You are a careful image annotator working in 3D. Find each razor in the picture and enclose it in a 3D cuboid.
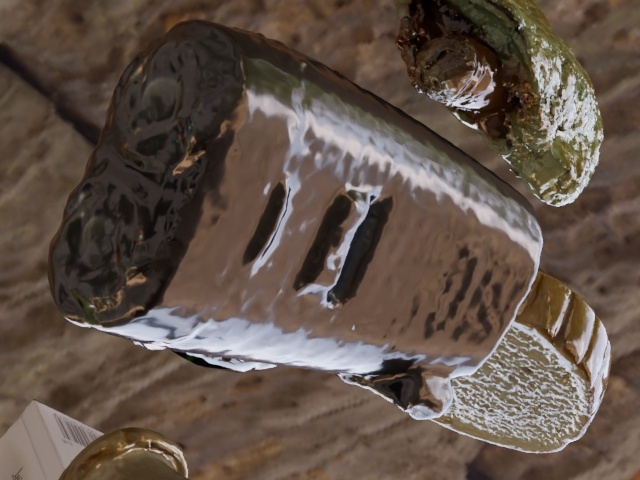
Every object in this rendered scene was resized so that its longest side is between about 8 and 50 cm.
[{"bbox_3d":[-0.002,-0.001,0.753,0.107,0.327,0.189,32,-83,44],"label":"razor"}]

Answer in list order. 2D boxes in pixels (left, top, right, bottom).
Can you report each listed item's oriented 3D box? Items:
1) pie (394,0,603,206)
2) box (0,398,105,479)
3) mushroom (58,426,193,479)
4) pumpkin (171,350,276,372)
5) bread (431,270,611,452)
[{"bbox_3d":[0.159,-0.165,1.068,0.105,0.274,0.257,-30,-139,27],"label":"pie"},{"bbox_3d":[-0.255,0.326,1.469,0.111,0.260,0.194,-46,-139,5],"label":"box"},{"bbox_3d":[-0.033,0.156,0.543,0.247,0.096,0.108,9,-90,44],"label":"mushroom"},{"bbox_3d":[-0.082,0.020,1.144,0.250,0.250,0.216,50,-48,51],"label":"pumpkin"},{"bbox_3d":[0.144,0.095,1.102,0.236,0.236,0.070,-7,-138,40],"label":"bread"}]
